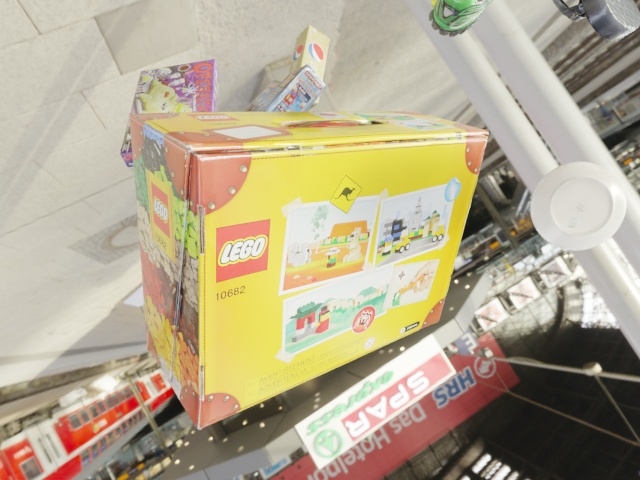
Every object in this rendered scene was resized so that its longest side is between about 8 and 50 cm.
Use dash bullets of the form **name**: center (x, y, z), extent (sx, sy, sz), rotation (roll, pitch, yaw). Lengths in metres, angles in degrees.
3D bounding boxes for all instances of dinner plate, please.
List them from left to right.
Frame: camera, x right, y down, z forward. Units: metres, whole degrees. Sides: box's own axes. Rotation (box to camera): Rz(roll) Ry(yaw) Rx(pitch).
- **dinner plate**: center (0.407, -0.053, 0.684), extent (0.141, 0.141, 0.017), rotation (-32, 180, 11)

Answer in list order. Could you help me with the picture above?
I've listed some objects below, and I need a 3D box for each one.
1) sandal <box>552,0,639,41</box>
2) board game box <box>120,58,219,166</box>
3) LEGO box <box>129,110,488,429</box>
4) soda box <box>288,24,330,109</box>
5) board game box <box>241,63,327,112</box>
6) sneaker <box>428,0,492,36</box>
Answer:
- **sandal**: center (0.292, -0.296, 0.489), extent (0.055, 0.097, 0.254), rotation (-33, -145, 44)
- **board game box**: center (-0.359, -0.326, 1.076), extent (0.209, 0.346, 0.056), rotation (-7, 142, -3)
- **LEGO box**: center (0.000, 0.000, 0.682), extent (0.501, 0.193, 0.371), rotation (-12, 120, -36)
- **soda box**: center (-0.031, -0.383, 0.976), extent (0.061, 0.181, 0.058), rotation (21, 158, -32)
- **board game box**: center (-0.088, -0.253, 0.845), extent (0.194, 0.060, 0.194), rotation (-43, -152, 4)
- **sneaker**: center (0.374, -0.582, 0.888), extent (0.343, 0.134, 0.146), rotation (-52, -177, 7)
